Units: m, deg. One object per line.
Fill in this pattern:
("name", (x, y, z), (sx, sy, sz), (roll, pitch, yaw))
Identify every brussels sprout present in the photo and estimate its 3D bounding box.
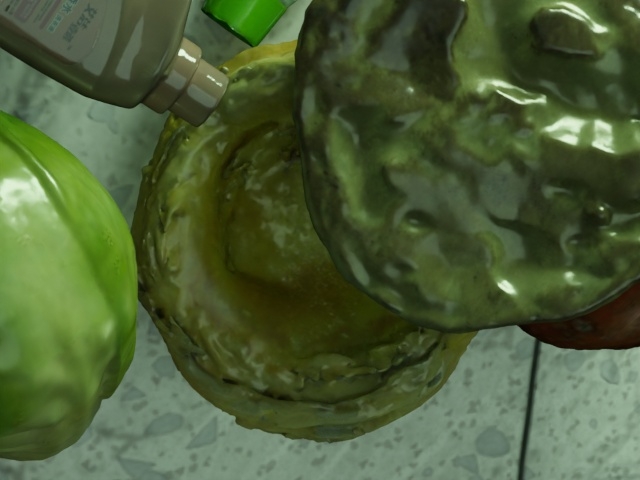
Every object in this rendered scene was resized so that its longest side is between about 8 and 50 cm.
("brussels sprout", (-0.252, 0.029, 1.204), (0.294, 0.259, 0.227), (54, 52, -37))

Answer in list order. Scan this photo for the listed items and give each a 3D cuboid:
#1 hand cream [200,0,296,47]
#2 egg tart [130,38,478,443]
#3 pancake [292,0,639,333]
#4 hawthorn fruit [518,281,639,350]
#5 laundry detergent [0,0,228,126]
("hand cream", (0.014, -0.261, 1.333), (0.275, 0.050, 0.079), (-55, 148, -1))
("egg tart", (0.000, 0.000, 1.339), (0.288, 0.118, 0.288), (0, 90, 2))
("pancake", (0.112, -0.080, 1.250), (0.294, 0.049, 0.294), (0, 91, 2))
("hawthorn fruit", (0.231, -0.044, 1.392), (0.262, 0.258, 0.258), (-14, 119, 13))
("laundry detergent", (-0.148, -0.188, 1.237), (0.237, 0.076, 0.171), (31, 92, -15))
